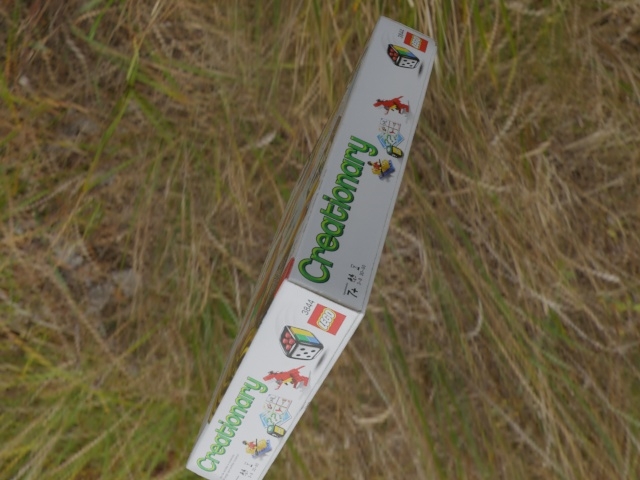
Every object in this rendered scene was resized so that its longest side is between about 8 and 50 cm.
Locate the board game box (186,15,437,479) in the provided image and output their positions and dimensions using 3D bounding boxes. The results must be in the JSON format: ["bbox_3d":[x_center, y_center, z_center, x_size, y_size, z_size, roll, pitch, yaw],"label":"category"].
[{"bbox_3d":[0.000,0.000,0.794,0.053,0.305,0.193,24,130,-5],"label":"board game box"}]
